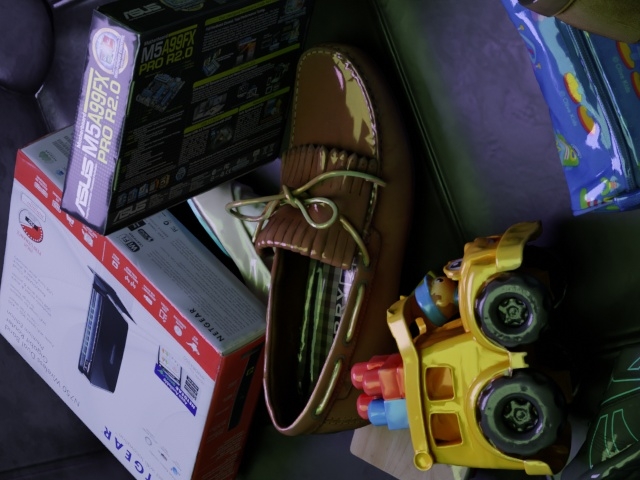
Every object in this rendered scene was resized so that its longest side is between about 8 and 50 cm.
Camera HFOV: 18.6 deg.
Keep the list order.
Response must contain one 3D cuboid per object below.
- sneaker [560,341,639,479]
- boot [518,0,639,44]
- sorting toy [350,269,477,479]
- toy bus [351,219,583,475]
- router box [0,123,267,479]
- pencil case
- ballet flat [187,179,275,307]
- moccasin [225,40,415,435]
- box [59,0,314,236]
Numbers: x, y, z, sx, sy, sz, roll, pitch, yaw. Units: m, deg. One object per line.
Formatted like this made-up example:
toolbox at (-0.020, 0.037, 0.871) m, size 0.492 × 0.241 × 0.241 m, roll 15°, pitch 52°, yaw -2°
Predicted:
sneaker at (0.301, 0.155, 1.773) m, size 0.267 × 0.101 × 0.106 m, roll -50°, pitch 46°, yaw 46°
boot at (0.233, -0.280, 1.563) m, size 0.115 × 0.305 × 0.112 m, roll 24°, pitch 145°, yaw -18°
sorting toy at (0.111, 0.166, 1.937) m, size 0.132 × 0.046 × 0.274 m, roll 25°, pitch 110°, yaw 30°
toy bus at (0.125, 0.102, 1.797) m, size 0.211 × 0.149 × 0.220 m, roll -4°, pitch 101°, yaw 18°
router box at (-0.204, 0.091, 2.096) m, size 0.335 × 0.082 × 0.301 m, roll 43°, pitch 142°, yaw 24°
pencil case at (0.222, -0.168, 1.668) m, size 0.119 × 0.133 × 0.306 m, roll -20°, pitch 95°, yaw 18°
ballet flat at (-0.054, 0.012, 2.011) m, size 0.086 × 0.086 × 0.248 m, roll -31°, pitch 88°, yaw 42°
moccasin at (-0.002, -0.001, 1.885) m, size 0.139 × 0.147 × 0.380 m, roll 17°, pitch 104°, yaw 39°
box at (-0.122, -0.143, 1.865) m, size 0.060 × 0.270 × 0.216 m, roll 30°, pitch 125°, yaw 26°
